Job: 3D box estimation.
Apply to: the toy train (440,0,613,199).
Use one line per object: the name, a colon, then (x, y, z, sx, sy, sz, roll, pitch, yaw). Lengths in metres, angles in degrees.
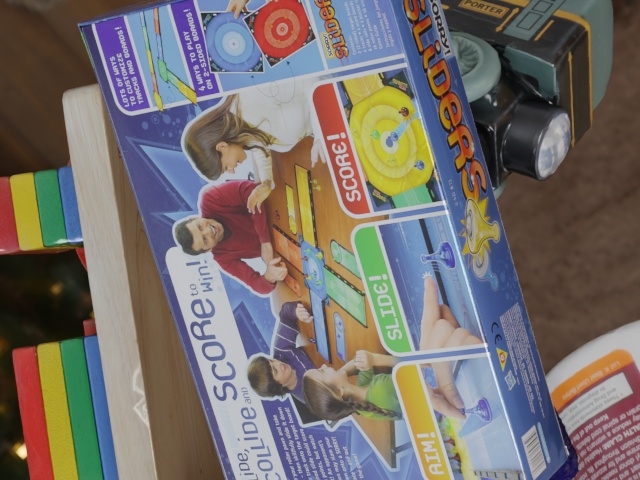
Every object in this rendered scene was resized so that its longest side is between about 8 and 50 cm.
toy train: (0.050, -0.137, 1.341, 0.334, 0.142, 0.190, 20, 49, 30)

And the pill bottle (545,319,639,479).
pill bottle: (0.413, 0.294, 2.042, 0.224, 0.224, 0.392, -31, 66, 19)

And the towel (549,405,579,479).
towel: (0.081, 0.169, 1.554, 0.228, 0.308, 0.076, -24, 51, 9)

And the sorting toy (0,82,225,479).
sorting toy: (-0.119, 0.043, 1.168, 0.089, 0.257, 0.255, -9, -2, 13)

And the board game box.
board game box: (0.000, 0.000, 0.681, 0.136, 0.201, 0.035, -8, 15, 34)
